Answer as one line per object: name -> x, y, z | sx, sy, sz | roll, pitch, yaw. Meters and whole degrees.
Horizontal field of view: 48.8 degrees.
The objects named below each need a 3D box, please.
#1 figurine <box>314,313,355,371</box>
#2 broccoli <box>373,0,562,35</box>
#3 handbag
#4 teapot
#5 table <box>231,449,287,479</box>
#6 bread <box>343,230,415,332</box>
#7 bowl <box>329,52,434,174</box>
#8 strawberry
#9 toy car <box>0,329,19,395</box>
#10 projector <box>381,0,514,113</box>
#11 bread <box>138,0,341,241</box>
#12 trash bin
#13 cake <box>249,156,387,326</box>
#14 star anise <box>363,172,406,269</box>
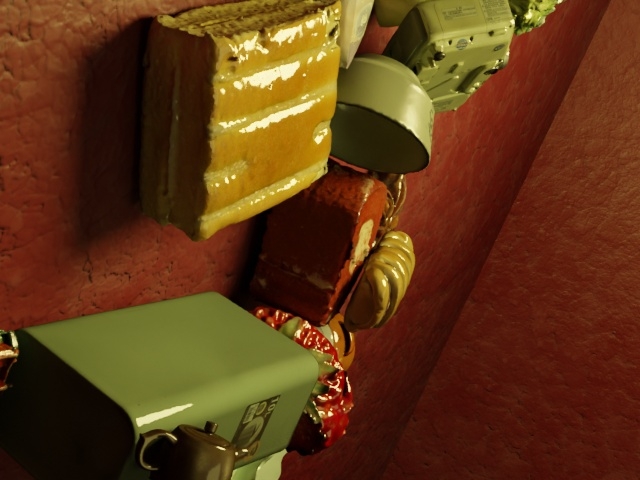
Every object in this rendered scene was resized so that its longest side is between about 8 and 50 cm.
figurine -> -0.028, 0.196, 1.339 | 0.271, 0.143, 0.143 | 4, 114, -44
broccoli -> 0.260, -0.462, 1.093 | 0.397, 0.275, 0.353 | 2, 111, -49
handbag -> 0.030, -0.314, 0.876 | 0.117, 0.095, 0.173 | -80, 179, -51
teapot -> -0.123, 0.205, 0.677 | 0.121, 0.076, 0.068 | 27, 81, -34
table -> -0.131, 0.389, 1.309 | 0.198, 0.167, 0.166 | -54, 158, -37
bread -> 0.106, 0.074, 1.202 | 0.134, 0.081, 0.225 | -66, 176, 28
bowl -> 0.074, -0.188, 1.007 | 0.112, 0.212, 0.211 | -67, 159, -14
strawberry -> -0.053, 0.226, 1.127 | 0.150, 0.253, 0.280 | -41, 152, -33
toy car -> -0.346, 0.156, 0.693 | 0.073, 0.054, 0.143 | -1, 116, -64
projector -> 0.191, -0.271, 1.083 | 0.194, 0.088, 0.269 | -14, 168, -14
bread -> -0.080, -0.151, 0.808 | 0.246, 0.111, 0.239 | -30, 140, -46
trash bin -> -0.189, 0.188, 0.853 | 0.343, 0.223, 0.158 | -4, 120, -62
cake -> 0.000, 0.000, 1.133 | 0.177, 0.151, 0.282 | -49, 157, -61
star anise -> 0.103, -0.053, 1.360 | 0.214, 0.099, 0.219 | -44, 151, -66
